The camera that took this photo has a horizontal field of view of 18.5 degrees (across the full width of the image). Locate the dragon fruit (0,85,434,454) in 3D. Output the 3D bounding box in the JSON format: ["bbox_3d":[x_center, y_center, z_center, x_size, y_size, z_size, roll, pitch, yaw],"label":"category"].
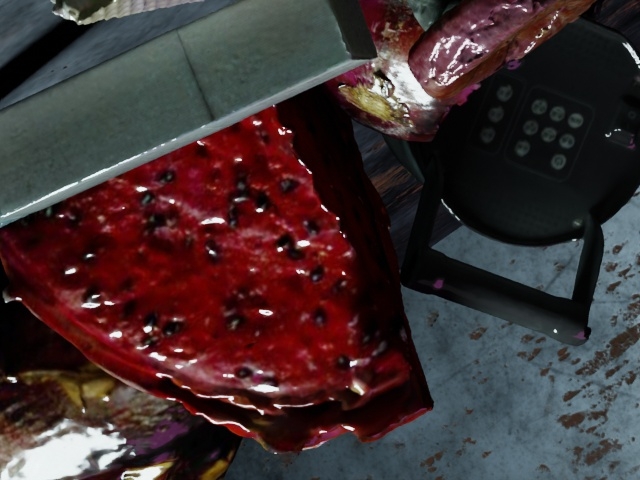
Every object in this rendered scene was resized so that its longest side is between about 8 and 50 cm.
[{"bbox_3d":[-0.058,0.036,1.589,0.286,0.329,0.228,-36,178,11],"label":"dragon fruit"}]

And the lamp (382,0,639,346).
[{"bbox_3d":[0.157,-0.107,1.695,0.272,0.205,0.374,164,-56,-74],"label":"lamp"}]

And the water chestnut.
[{"bbox_3d":[-0.206,0.173,1.779,0.335,0.347,0.335,-22,168,-5],"label":"water chestnut"}]

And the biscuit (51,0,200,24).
[{"bbox_3d":[-0.061,-0.187,1.125,0.108,0.062,0.239,-40,171,32],"label":"biscuit"}]

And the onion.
[{"bbox_3d":[0.066,-0.181,1.504,0.173,0.135,0.198,120,-9,-54],"label":"onion"}]

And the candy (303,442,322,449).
[{"bbox_3d":[0.000,0.000,1.698,0.124,0.365,0.124,9,173,1],"label":"candy"}]

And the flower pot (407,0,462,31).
[{"bbox_3d":[0.077,-0.220,1.303,0.103,0.108,0.229,-32,172,2],"label":"flower pot"}]

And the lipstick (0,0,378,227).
[{"bbox_3d":[-0.121,-0.083,1.255,0.317,0.068,0.066,-22,179,18],"label":"lipstick"}]

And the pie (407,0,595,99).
[{"bbox_3d":[0.136,-0.160,1.329,0.182,0.049,0.182,-34,177,-2],"label":"pie"}]
